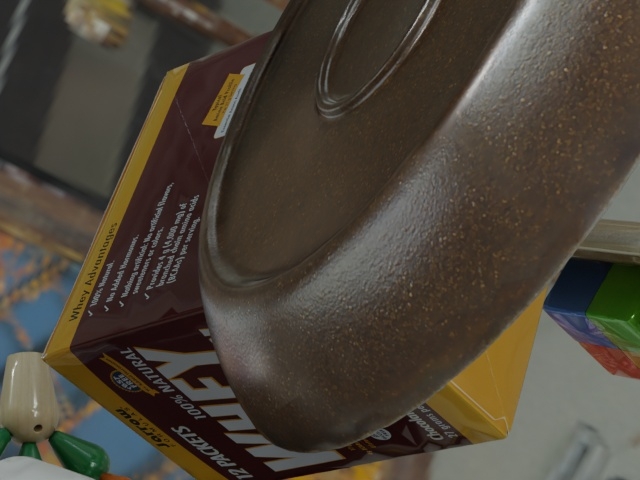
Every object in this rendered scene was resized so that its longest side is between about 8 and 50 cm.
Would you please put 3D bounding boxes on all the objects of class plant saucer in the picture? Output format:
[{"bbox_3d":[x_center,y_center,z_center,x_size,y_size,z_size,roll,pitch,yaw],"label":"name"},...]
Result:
[{"bbox_3d":[0.040,-0.072,0.674,0.310,0.050,0.310,-49,22,29],"label":"plant saucer"}]

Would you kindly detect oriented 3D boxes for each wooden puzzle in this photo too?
[{"bbox_3d":[0.317,0.097,1.320,0.322,0.348,0.080,6,64,54],"label":"wooden puzzle"}]

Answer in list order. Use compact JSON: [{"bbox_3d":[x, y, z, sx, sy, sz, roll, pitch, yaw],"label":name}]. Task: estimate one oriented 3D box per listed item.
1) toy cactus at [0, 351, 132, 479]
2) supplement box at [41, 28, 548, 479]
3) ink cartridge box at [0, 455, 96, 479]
[{"bbox_3d":[-0.238,0.185,1.535,0.112,0.219,0.180,136,134,-63],"label":"toy cactus"},{"bbox_3d":[0.000,0.000,0.915,0.194,0.129,0.191,-16,42,41],"label":"supplement box"},{"bbox_3d":[-0.128,0.285,1.000,0.207,0.117,0.283,14,113,28],"label":"ink cartridge box"}]
